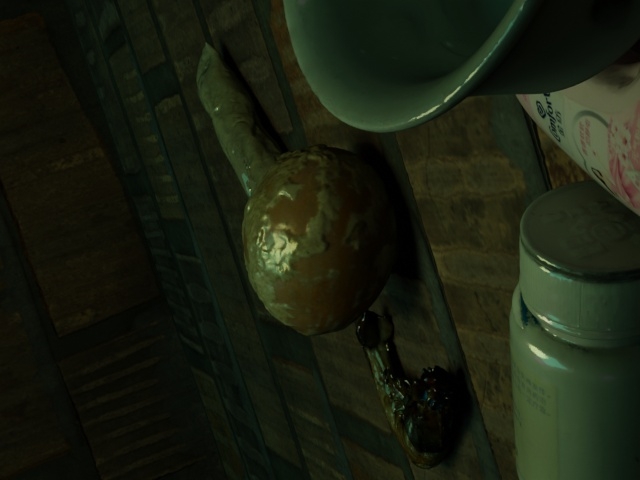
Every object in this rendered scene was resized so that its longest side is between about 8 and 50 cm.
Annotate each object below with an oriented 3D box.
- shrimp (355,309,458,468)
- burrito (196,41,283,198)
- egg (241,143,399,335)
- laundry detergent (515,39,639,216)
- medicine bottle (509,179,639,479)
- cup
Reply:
[{"bbox_3d":[0.107,0.172,1.620,0.290,0.054,0.222,102,146,-68],"label":"shrimp"},{"bbox_3d":[-0.104,-0.138,1.922,0.117,0.076,0.392,81,164,-54],"label":"burrito"},{"bbox_3d":[0.000,0.000,1.533,0.195,0.194,0.233,-163,67,-70],"label":"egg"},{"bbox_3d":[0.201,-0.120,0.906,0.335,0.087,0.159,-129,32,-50],"label":"laundry detergent"},{"bbox_3d":[0.219,0.092,0.998,0.143,0.143,0.258,-130,24,-50],"label":"medicine bottle"},{"bbox_3d":[0.122,-0.232,0.804,0.347,0.163,0.347,-17,70,61],"label":"cup"}]
